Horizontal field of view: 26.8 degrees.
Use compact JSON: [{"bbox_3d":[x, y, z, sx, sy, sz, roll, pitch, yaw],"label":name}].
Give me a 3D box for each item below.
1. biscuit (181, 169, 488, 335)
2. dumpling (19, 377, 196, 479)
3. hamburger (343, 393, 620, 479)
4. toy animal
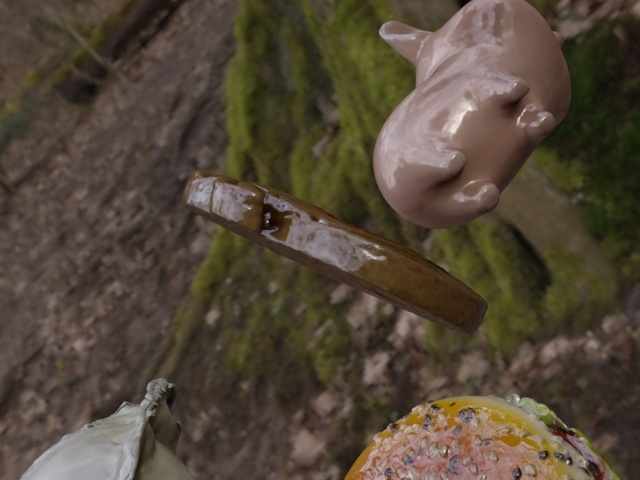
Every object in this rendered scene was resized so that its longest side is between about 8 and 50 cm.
[{"bbox_3d":[0.001,-0.001,1.407,0.367,0.314,0.063,23,85,44],"label":"biscuit"},{"bbox_3d":[-0.132,0.205,0.801,0.172,0.142,0.247,-154,84,-84],"label":"dumpling"},{"bbox_3d":[0.136,0.272,1.148,0.300,0.300,0.176,-41,-36,19],"label":"hamburger"},{"bbox_3d":[0.187,-0.157,1.685,0.326,0.237,0.269,-44,29,-14],"label":"toy animal"}]
